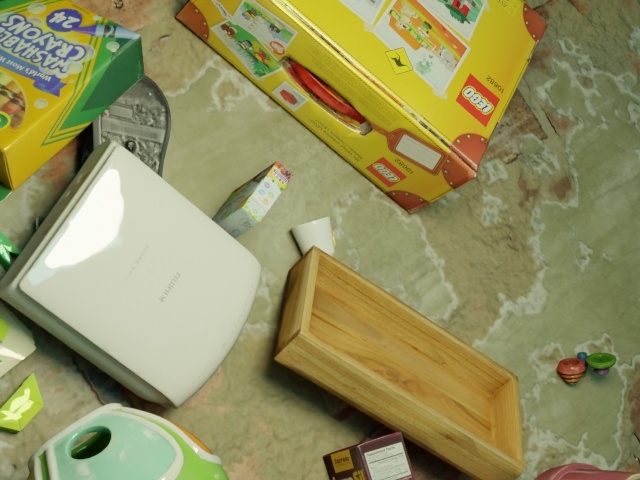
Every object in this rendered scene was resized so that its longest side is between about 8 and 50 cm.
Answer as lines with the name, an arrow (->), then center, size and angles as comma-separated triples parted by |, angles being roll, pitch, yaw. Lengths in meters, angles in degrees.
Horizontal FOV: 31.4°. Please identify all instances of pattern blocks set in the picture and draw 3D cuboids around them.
pattern blocks set -> -0.466, 0.128, 1.428 | 0.285, 0.026, 0.325 | 40, 56, -14

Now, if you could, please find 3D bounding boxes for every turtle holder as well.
turtle holder -> -0.263, 0.347, 1.375 | 0.320, 0.243, 0.227 | -38, 77, 3

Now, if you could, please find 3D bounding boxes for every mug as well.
mug -> 0.000, 0.000, 1.748 | 0.078, 0.062, 0.064 | -17, 90, -29

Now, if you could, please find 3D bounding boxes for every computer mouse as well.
computer mouse -> -0.291, -0.103, 1.604 | 0.188, 0.072, 0.272 | 15, 77, -29

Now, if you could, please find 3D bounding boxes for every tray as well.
tray -> 0.125, 0.193, 1.702 | 0.411, 0.076, 0.203 | 32, 33, -17

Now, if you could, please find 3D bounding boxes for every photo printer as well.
photo printer -> -0.235, 0.057, 1.517 | 0.307, 0.107, 0.256 | 42, 66, -23

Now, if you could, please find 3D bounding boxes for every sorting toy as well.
sorting toy -> 0.455, 0.221, 1.949 | 0.102, 0.061, 0.042 | -7, 107, 1

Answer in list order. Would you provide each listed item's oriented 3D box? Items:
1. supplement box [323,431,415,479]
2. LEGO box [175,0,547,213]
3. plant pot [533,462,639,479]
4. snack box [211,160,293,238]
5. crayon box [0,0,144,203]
supplement box -> 0.086, 0.381, 1.630 | 0.080, 0.104, 0.188 | -10, 78, -34
LEGO box -> 0.084, -0.354, 1.848 | 0.500, 0.193, 0.372 | 39, 56, -14
plant pot -> 0.448, 0.442, 1.787 | 0.201, 0.180, 0.201 | 12, 66, -27
snack box -> -0.109, -0.048, 1.646 | 0.037, 0.141, 0.100 | 41, 56, -14
crayon box -> -0.410, -0.196, 1.494 | 0.203, 0.083, 0.323 | 27, 54, 17
